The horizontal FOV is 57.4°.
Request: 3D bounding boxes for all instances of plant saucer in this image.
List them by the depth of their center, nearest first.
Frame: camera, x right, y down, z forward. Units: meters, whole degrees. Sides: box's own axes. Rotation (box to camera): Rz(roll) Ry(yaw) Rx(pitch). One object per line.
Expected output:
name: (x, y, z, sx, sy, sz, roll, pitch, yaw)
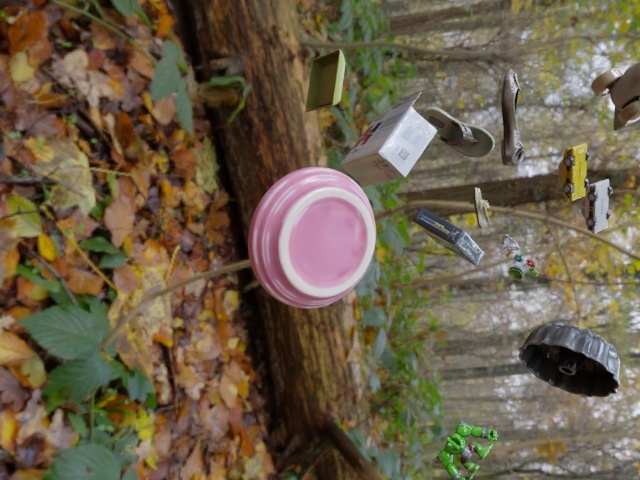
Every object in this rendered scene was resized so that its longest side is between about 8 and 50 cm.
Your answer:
plant saucer: (0.000, 0.000, 1.343, 0.084, 0.331, 0.333, 17, -61, 59)
plant saucer: (0.024, -0.533, 1.983, 0.188, 0.045, 0.188, 9, -89, 60)

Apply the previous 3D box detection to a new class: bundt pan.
bundt pan: (0.854, 0.392, 1.992, 0.124, 0.330, 0.331, -58, 155, -26)

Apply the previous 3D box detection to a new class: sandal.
sandal: (0.506, -0.399, 2.203, 0.120, 0.302, 0.086, -66, 175, 26)

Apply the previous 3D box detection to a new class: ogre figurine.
ogre figurine: (0.435, 0.632, 1.763, 0.096, 0.118, 0.197, 2, 119, -62)

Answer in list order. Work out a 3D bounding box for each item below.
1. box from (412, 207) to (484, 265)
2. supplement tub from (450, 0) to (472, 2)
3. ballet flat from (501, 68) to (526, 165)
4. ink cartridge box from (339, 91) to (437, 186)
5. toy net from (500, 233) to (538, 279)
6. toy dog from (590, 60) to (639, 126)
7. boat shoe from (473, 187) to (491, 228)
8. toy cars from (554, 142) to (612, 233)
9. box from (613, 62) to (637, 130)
box: (0.433, -0.011, 1.967, 0.183, 0.059, 0.232, 36, 2, 38)
supplement tub: (0.376, -0.745, 1.529, 0.144, 0.144, 0.200, 64, 29, -73)
ballet flat: (0.490, -0.311, 1.478, 0.084, 0.058, 0.250, 16, 75, -60)
ink cartridge box: (0.245, -0.340, 2.014, 0.272, 0.130, 0.309, -54, -163, -13)
toy net: (0.818, 0.073, 2.438, 0.045, 0.122, 0.232, -49, 121, -25)
toy dog: (0.878, -0.436, 1.501, 0.333, 0.160, 0.220, -18, -93, 60)
boat shoe: (0.532, -0.109, 1.925, 0.050, 0.045, 0.136, -34, 114, -82)
toy cars: (0.919, -0.183, 2.059, 0.393, 0.177, 0.087, 40, -10, -34)
box: (1.335, -0.526, 2.168, 0.293, 0.395, 0.212, -12, 105, -74)
